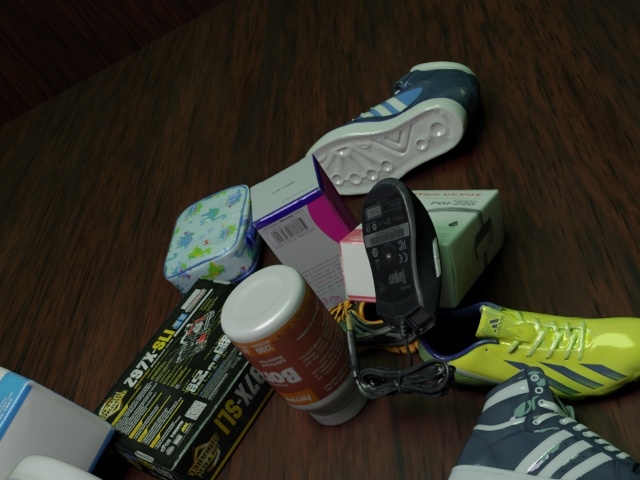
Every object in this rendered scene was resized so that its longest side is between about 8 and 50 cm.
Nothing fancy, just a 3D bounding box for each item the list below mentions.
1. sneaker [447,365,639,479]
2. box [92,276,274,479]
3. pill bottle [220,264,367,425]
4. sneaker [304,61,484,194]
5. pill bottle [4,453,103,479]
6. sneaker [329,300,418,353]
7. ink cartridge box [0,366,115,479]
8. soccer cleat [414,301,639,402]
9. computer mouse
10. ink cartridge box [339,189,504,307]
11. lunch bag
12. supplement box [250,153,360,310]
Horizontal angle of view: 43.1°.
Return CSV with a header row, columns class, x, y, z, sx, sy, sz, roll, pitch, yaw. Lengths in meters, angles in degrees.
class,x,y,z,sx,sy,sz,roll,pitch,yaw
sneaker,0.267,0.214,0.814,0.282,0.099,0.153,-5,45,42
box,-0.186,0.208,1.249,0.257,0.079,0.322,3,49,47
pill bottle,-0.024,0.144,1.055,0.121,0.216,0.121,-24,34,18
sneaker,0.138,-0.214,1.466,0.323,0.130,0.236,-20,26,30
pill bottle,-0.366,0.477,0.928,0.229,0.229,0.407,-3,45,40
sneaker,0.054,0.113,1.148,0.215,0.083,0.084,-11,41,34
ink cartridge box,-0.527,0.341,1.233,0.395,0.166,0.285,3,60,50
soccer cleat,0.240,0.119,0.936,0.289,0.121,0.093,-8,42,36
computer mouse,0.089,0.065,0.984,0.184,0.060,0.262,-28,70,53
ink cartridge box,0.145,0.004,1.108,0.159,0.092,0.218,2,21,29
lunch bag,-0.188,0.002,1.498,0.176,0.090,0.219,-23,35,20
supplement box,0.000,0.000,1.213,0.111,0.220,0.114,-27,32,11
